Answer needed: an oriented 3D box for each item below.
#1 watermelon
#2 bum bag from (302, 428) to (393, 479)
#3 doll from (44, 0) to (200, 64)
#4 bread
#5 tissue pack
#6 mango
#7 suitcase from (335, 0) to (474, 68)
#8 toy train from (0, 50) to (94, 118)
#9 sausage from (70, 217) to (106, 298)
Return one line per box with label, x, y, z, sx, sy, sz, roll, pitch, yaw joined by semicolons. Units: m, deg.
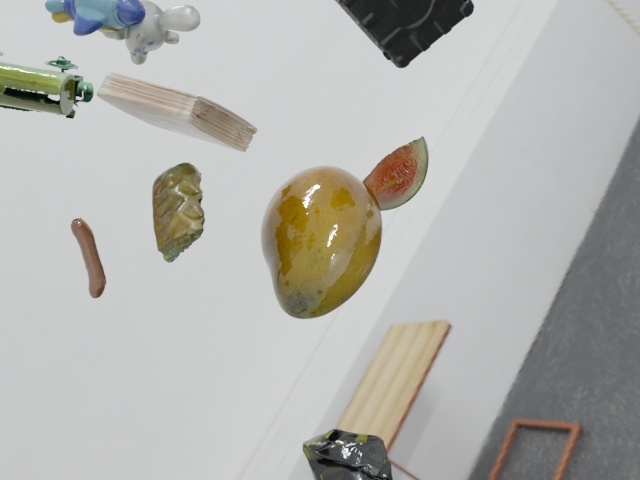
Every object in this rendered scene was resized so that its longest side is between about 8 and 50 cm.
watermelon;0.183;-0.150;1.742;0.245;0.119;0.063;-37;14;31
bum bag;0.052;0.337;0.853;0.107;0.060;0.232;-17;61;-2
doll;-0.576;-0.627;2.026;0.376;0.366;0.187;-33;52;44
bread;-0.284;-0.061;1.379;0.128;0.088;0.232;-50;32;28
tissue pack;-0.299;-0.264;1.451;0.325;0.170;0.071;22;87;39
mango;0.000;0.000;1.450;0.264;0.221;0.378;-22;36;22
suitcase;0.147;-0.490;1.381;0.206;0.285;0.066;-36;40;21
toy train;-0.644;-0.320;1.495;0.189;0.308;0.126;-87;8;-58
sausage;-0.492;0.039;1.513;0.043;0.186;0.043;-6;26;3
